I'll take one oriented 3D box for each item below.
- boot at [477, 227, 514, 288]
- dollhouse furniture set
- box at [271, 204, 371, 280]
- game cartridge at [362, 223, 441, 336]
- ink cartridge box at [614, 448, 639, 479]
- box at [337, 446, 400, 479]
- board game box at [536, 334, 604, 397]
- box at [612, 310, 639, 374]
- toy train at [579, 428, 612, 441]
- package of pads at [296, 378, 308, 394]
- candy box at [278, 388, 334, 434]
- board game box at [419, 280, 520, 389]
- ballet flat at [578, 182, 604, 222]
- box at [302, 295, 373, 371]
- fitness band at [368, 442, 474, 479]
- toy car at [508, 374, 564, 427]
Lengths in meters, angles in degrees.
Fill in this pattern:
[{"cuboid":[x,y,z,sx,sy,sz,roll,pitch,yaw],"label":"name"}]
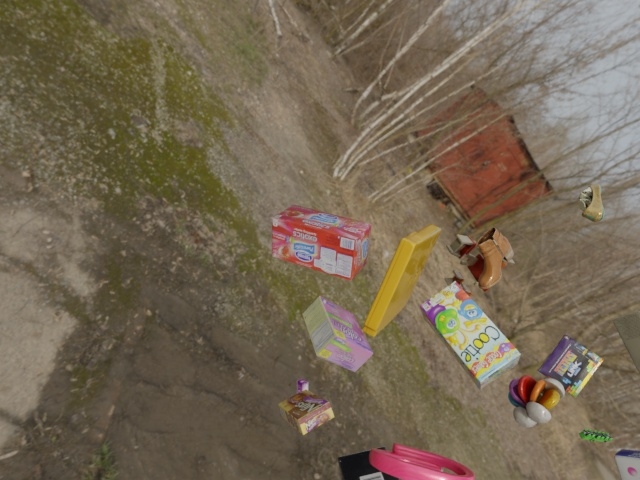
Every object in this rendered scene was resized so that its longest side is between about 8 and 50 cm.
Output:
[{"cuboid":[0.601,0.062,1.463,0.152,0.197,0.073,43,-13,-30],"label":"boot"},{"cuboid":[0.661,0.097,1.740,0.135,0.262,0.259,15,37,-31],"label":"dollhouse furniture set"},{"cuboid":[0.000,0.000,1.139,0.123,0.257,0.128,-39,138,-55],"label":"box"},{"cuboid":[0.234,0.101,1.158,0.053,0.285,0.324,28,19,22],"label":"game cartridge"},{"cuboid":[0.883,0.650,0.888,0.071,0.324,0.330,-2,73,-35],"label":"ink cartridge box"},{"cuboid":[0.184,0.892,1.295,0.296,0.183,0.294,-124,-154,-73],"label":"box"},{"cuboid":[0.899,0.450,1.473,0.141,0.170,0.048,36,0,21],"label":"board game box"},{"cuboid":[1.080,0.365,1.311,0.094,0.113,0.275,-5,67,-19],"label":"box"},{"cuboid":[0.593,0.423,0.879,0.083,0.023,0.017,18,31,-19],"label":"toy train"},{"cuboid":[-0.074,0.619,1.683,0.032,0.050,0.083,-5,99,-42],"label":"package of pads"},{"cuboid":[-0.048,0.527,1.265,0.109,0.187,0.053,-20,90,-24],"label":"candy box"},{"cuboid":[0.451,0.288,1.250,0.275,0.144,0.142,55,0,34],"label":"board game box"},{"cuboid":[1.012,-0.155,1.533,0.073,0.080,0.232,18,41,15],"label":"ballet flat"},{"cuboid":[0.066,0.376,1.657,0.214,0.117,0.243,33,17,-31],"label":"box"},{"cuboid":[0.283,0.644,1.158,0.209,0.291,0.054,61,40,-74],"label":"fitness band"},{"cuboid":[0.701,0.519,1.362,0.136,0.182,0.159,42,60,17],"label":"toy car"}]
